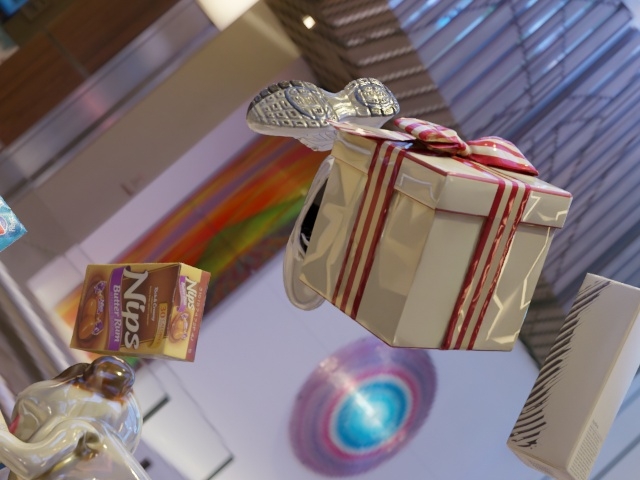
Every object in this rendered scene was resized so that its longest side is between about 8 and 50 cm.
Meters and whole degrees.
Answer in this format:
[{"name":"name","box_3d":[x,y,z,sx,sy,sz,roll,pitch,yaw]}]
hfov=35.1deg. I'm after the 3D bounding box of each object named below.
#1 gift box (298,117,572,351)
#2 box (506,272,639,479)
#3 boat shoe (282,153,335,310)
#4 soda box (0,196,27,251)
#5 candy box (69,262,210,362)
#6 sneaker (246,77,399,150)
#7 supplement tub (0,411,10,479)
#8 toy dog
[{"name":"gift box","box_3d":[0.127,-0.027,1.312,0.255,0.258,0.276,5,19,-42]},{"name":"box","box_3d":[0.368,0.195,1.408,0.094,0.275,0.113,19,-17,34]},{"name":"boat shoe","box_3d":[0.000,0.000,1.528,0.096,0.267,0.088,23,26,3]},{"name":"soda box","box_3d":[-0.521,0.004,1.486,0.210,0.067,0.071,-22,-72,44]},{"name":"candy box","box_3d":[-0.219,0.085,1.215,0.186,0.109,0.053,-2,-17,41]},{"name":"sneaker","box_3d":[-0.001,-0.204,1.766,0.129,0.297,0.111,-55,-129,45]},{"name":"supplement tub","box_3d":[-0.605,0.332,1.710,0.144,0.144,0.200,100,-35,-84]},{"name":"toy dog","box_3d":[-0.361,0.371,1.574,0.285,0.395,0.408,108,-28,-44]}]
